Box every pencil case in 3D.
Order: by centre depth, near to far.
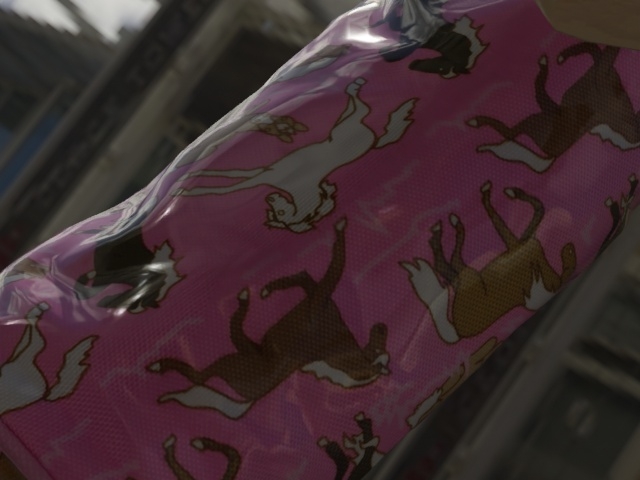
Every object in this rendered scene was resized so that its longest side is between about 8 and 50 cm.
[{"bbox_3d":[0.000,0.000,0.804,0.160,0.386,0.167,50,-28,-5],"label":"pencil case"}]

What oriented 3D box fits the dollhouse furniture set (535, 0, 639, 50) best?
[{"bbox_3d":[-0.037,-0.256,0.242,0.394,0.362,0.256,5,43,-25],"label":"dollhouse furniture set"}]
